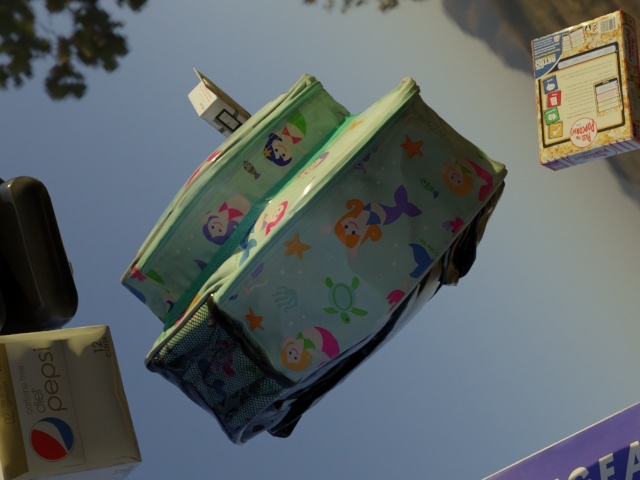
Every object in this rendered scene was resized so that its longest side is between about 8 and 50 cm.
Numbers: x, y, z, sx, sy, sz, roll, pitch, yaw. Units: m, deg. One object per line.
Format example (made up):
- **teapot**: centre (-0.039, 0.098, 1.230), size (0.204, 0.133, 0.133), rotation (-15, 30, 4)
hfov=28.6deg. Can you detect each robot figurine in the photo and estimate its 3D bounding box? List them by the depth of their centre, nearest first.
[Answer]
- **robot figurine**: centre (-0.284, 0.042, 0.832), size (0.209, 0.278, 0.173), rotation (39, -133, -33)

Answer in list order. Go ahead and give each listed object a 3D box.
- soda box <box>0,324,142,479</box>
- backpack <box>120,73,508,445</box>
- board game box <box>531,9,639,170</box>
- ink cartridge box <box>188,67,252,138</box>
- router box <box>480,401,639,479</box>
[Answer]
- **soda box**: centre (-0.168, 0.121, 0.662), size (0.069, 0.216, 0.074), rotation (-4, -115, -32)
- **backpack**: centre (0.000, 0.000, 0.874), size (0.191, 0.253, 0.225), rotation (48, -131, -4)
- **board game box**: centre (0.374, -0.209, 1.766), size (0.045, 0.147, 0.193), rotation (18, -114, -46)
- **ink cartridge box**: centre (-0.100, -0.129, 1.241), size (0.083, 0.028, 0.048), rotation (38, -169, -36)
- **router box**: centre (0.331, 0.221, 1.029), size (0.301, 0.335, 0.082), rotation (17, -125, -25)
